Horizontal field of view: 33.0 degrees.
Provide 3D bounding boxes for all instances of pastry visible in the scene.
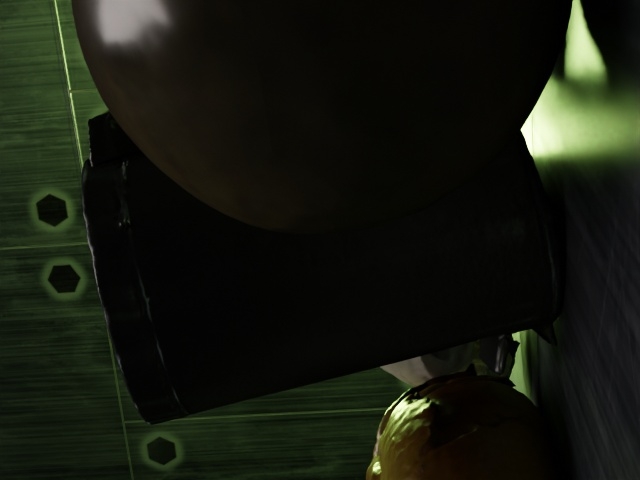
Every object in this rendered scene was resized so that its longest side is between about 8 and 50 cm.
[{"bbox_3d":[0.117,0.278,0.862,0.356,0.164,0.355,1,-90,-88],"label":"pastry"}]

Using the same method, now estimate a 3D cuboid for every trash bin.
[{"bbox_3d":[0.000,0.000,0.791,0.203,0.302,0.252,-112,9,-80],"label":"trash bin"}]

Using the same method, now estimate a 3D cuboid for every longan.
[{"bbox_3d":[0.007,-0.153,0.601,0.297,0.297,0.297,-4,-90,-85],"label":"longan"}]

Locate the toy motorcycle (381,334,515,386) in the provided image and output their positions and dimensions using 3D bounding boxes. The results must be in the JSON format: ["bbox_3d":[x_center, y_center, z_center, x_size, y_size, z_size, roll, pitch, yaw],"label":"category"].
[{"bbox_3d":[0.093,0.000,0.975,0.223,0.108,0.340,-12,-80,-42],"label":"toy motorcycle"}]
